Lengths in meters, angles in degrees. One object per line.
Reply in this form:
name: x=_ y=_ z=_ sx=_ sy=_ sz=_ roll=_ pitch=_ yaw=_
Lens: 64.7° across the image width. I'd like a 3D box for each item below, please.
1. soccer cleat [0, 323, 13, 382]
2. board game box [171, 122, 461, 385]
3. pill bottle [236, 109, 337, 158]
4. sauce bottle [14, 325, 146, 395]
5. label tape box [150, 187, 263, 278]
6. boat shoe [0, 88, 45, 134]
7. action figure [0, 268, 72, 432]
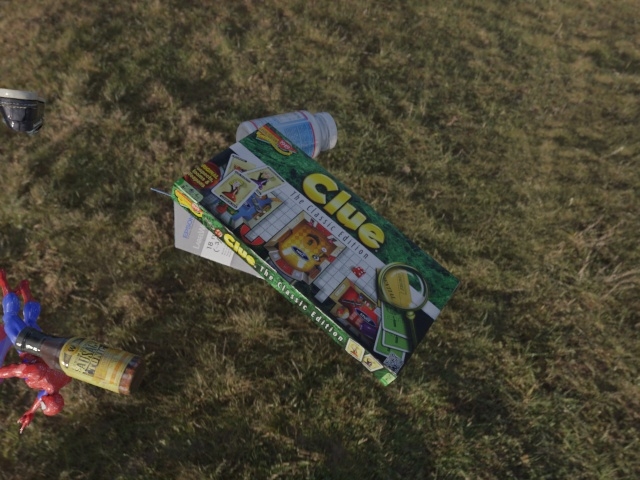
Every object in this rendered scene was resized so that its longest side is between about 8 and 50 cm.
soccer cleat: x=-0.601 y=0.260 z=0.858 sx=0.095 sy=0.083 sz=0.248 roll=34 pitch=60 yaw=-34
board game box: x=0.000 y=0.000 z=0.483 sx=0.259 sy=0.030 sz=0.136 roll=40 pitch=50 yaw=7
pill bottle: x=-0.055 y=-0.172 z=0.858 sx=0.160 sy=0.087 sz=0.087 roll=-18 pitch=57 yaw=-27
sauce bottle: x=-0.245 y=0.120 z=0.514 sx=0.128 sy=0.042 sz=0.042 roll=17 pitch=54 yaw=0
label tape box: x=-0.179 y=0.000 z=1.081 sx=0.333 sy=0.240 sz=0.106 roll=17 pitch=88 yaw=25
boat shoe: x=-0.486 y=-0.205 z=0.816 sx=0.075 sy=0.065 sz=0.206 roll=-2 pitch=11 yaw=-28
action figure: x=-0.501 y=0.191 z=0.821 sx=0.139 sy=0.091 sz=0.280 roll=-44 pitch=60 yaw=-4
